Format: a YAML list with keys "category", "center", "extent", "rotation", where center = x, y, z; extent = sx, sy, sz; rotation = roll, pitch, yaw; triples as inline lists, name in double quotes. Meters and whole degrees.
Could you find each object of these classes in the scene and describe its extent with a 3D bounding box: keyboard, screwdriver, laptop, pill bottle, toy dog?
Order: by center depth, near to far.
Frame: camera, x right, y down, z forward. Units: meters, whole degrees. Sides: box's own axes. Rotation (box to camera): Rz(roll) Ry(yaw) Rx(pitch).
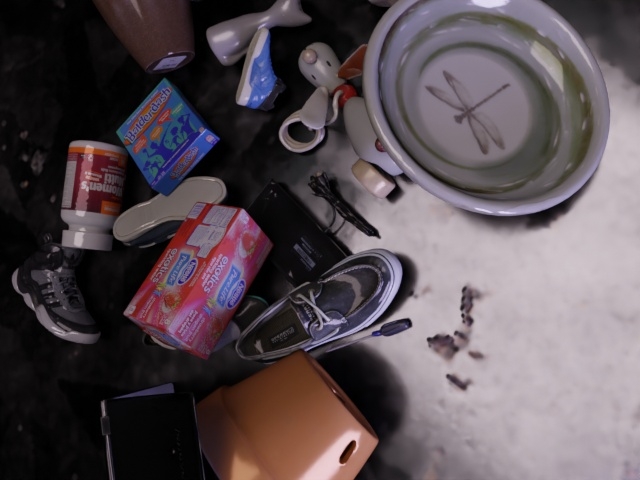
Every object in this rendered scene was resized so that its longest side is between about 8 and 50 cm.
- category: "laptop"
  center: [-0.213, 0.433, 1.001]
  extent: [0.236, 0.408, 0.382]
  rotation: [-11, 81, 10]
- category: "toy dog"
  center: [0.057, -0.223, 1.056]
  extent: [0.333, 0.161, 0.220]
  rotation: [30, 97, 21]
- category: "screwdriver"
  center: [0.082, 0.173, 1.093]
  extent: [0.170, 0.024, 0.025]
  rotation: [-20, 49, 26]
- category: "keyboard"
  center: [0.000, 0.000, 1.131]
  extent: [0.317, 0.033, 0.201]
  rotation: [47, 109, 18]
- category: "pill bottle"
  center: [-0.482, -0.093, 1.282]
  extent: [0.121, 0.121, 0.221]
  rotation: [5, 87, 22]

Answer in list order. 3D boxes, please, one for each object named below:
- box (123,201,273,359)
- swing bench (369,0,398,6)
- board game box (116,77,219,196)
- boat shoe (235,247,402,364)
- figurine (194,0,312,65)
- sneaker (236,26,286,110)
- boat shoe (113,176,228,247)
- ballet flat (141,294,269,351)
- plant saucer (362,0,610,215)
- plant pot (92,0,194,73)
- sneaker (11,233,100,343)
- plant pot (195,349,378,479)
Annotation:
- category: "box"
  center: [-0.215, 0.068, 1.097]
  extent: [0.128, 0.122, 0.257]
  rotation: [9, 61, 37]
- category: "swing bench"
  center: [0.107, -0.561, 0.994]
  extent: [0.165, 0.253, 0.255]
  rotation: [31, 97, 46]
- category: "board game box"
  center: [-0.315, -0.214, 1.229]
  extent: [0.160, 0.047, 0.210]
  rotation: [-46, 54, 7]
- category: "boat shoe"
  center: [-0.006, 0.131, 1.051]
  extent: [0.335, 0.119, 0.121]
  rotation: [-38, 74, 22]
- category: "figurine"
  center: [-0.142, -0.478, 1.169]
  extent: [0.209, 0.092, 0.215]
  rotation: [-21, 108, 14]
- category: "sneaker"
  center: [-0.103, -0.328, 1.172]
  extent: [0.058, 0.084, 0.152]
  rotation: [37, 112, 64]
- category: "boat shoe"
  center: [-0.293, -0.049, 1.223]
  extent: [0.254, 0.079, 0.095]
  rotation: [-26, 60, 9]
- category: "ballet flat"
  center: [-0.229, 0.172, 1.170]
  extent: [0.280, 0.096, 0.095]
  rotation: [-10, 126, 25]
- category: "plant saucer"
  center: [0.252, -0.219, 0.960]
  extent: [0.400, 0.100, 0.400]
  rotation: [3, 75, -10]
- category: "plant pot"
  center: [-0.349, -0.469, 1.234]
  extent: [0.215, 0.215, 0.230]
  rotation: [-20, 94, 19]
- category: "sneaker"
  center: [-0.551, 0.096, 1.303]
  extent: [0.268, 0.101, 0.153]
  rotation: [37, 102, 23]
- category: "plant pot"
  center: [-0.043, 0.321, 1.004]
  extent: [0.203, 0.291, 0.291]
  rotation: [-41, 72, -3]
